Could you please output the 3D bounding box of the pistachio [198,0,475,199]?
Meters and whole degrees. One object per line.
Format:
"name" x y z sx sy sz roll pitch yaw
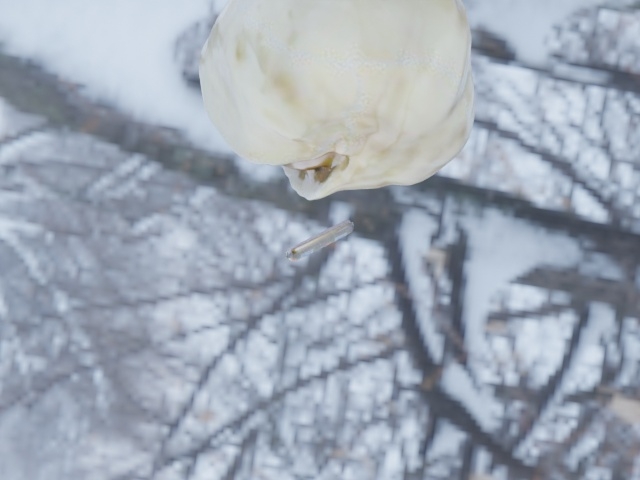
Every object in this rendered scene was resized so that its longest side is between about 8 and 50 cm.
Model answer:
"pistachio" 0.014 -0.158 1.687 0.238 0.229 0.321 -56 -147 -8

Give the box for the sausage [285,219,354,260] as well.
"sausage" 0.000 0.000 1.798 0.100 0.015 0.015 -28 144 -42
